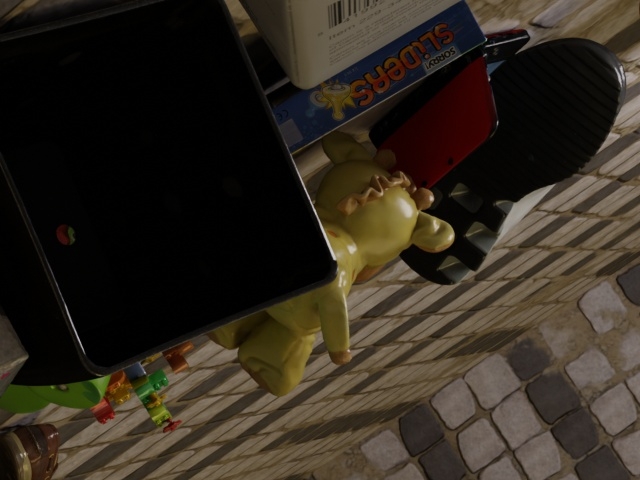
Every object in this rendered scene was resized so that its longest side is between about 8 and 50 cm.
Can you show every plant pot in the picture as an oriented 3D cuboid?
[{"bbox_3d":[-0.136,-0.015,1.132,0.187,0.188,0.167,-22,176,-41],"label":"plant pot"}]

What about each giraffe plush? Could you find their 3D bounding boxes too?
[{"bbox_3d":[0.000,0.000,1.572,0.170,0.181,0.210,-38,-169,-31],"label":"giraffe plush"}]

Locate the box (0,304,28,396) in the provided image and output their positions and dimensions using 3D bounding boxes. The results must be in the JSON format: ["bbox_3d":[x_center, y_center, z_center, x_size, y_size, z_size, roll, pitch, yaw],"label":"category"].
[{"bbox_3d":[-0.306,0.067,1.042,0.247,0.163,0.142,-26,169,-28],"label":"box"}]

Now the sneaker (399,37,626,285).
[{"bbox_3d":[0.183,-0.099,1.785,0.146,0.122,0.330,-45,178,-39],"label":"sneaker"}]

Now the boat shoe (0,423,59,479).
[{"bbox_3d":[-0.293,0.230,1.999,0.060,0.064,0.178,-25,164,-19],"label":"boat shoe"}]

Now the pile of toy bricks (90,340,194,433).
[{"bbox_3d":[-0.165,0.129,1.806,0.118,0.105,0.212,-31,168,-3],"label":"pile of toy bricks"}]

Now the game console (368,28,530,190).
[{"bbox_3d":[0.115,-0.097,1.632,0.124,0.085,0.144,-18,163,-48],"label":"game console"}]

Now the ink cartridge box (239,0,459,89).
[{"bbox_3d":[0.050,-0.213,0.876,0.226,0.131,0.306,-30,167,-7],"label":"ink cartridge box"}]

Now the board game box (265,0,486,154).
[{"bbox_3d":[0.010,-0.103,1.348,0.201,0.035,0.136,-30,-171,2],"label":"board game box"}]

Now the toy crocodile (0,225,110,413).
[{"bbox_3d":[-0.170,0.026,1.400,0.340,0.105,0.115,129,-19,-56],"label":"toy crocodile"}]
